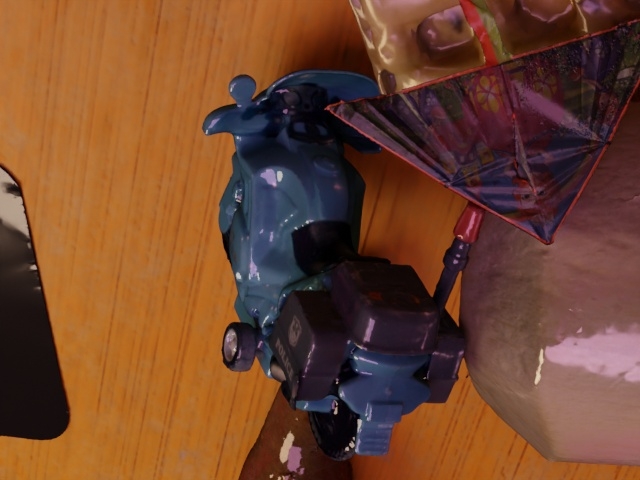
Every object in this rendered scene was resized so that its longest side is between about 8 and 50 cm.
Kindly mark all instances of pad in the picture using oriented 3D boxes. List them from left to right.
[{"bbox_3d":[-0.294,0.048,1.138,0.181,0.004,0.267,4,125,12],"label":"pad"}]

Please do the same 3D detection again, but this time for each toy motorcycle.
[{"bbox_3d":[0.000,0.000,0.893,0.123,0.272,0.182,3,124,-26],"label":"toy motorcycle"}]

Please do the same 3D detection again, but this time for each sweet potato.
[{"bbox_3d":[-0.014,0.185,1.104,0.109,0.109,0.385,13,114,6],"label":"sweet potato"}]

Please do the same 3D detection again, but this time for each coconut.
[{"bbox_3d":[0.203,0.029,0.868,0.241,0.241,0.241,7,125,10],"label":"coconut"}]

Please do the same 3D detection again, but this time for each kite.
[{"bbox_3d":[0.099,-0.074,0.781,0.190,0.010,0.159,-14,95,6],"label":"kite"}]

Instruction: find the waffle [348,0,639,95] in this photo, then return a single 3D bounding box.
[{"bbox_3d":[0.175,-0.219,0.764,0.376,0.114,0.261,-9,121,20],"label":"waffle"}]
